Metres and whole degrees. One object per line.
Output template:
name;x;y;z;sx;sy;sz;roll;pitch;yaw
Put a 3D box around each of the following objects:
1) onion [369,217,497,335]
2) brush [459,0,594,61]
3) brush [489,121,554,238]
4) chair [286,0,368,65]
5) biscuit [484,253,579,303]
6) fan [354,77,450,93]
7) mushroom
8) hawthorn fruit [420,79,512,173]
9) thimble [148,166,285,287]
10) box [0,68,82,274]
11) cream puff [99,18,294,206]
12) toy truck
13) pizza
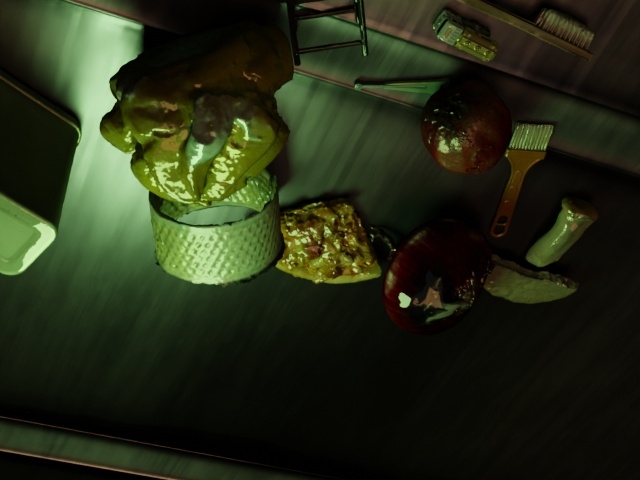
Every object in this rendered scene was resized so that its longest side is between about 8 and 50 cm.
onion;0.233;0.065;2.190;0.273;0.285;0.273;-33;141;-32
brush;0.382;-0.421;1.865;0.327;0.070;0.065;19;108;-18
brush;0.419;-0.123;2.152;0.090;0.017;0.314;4;131;-9
chair;0.004;-0.458;1.746;0.154;0.141;0.260;-8;134;1
biscuit;0.460;0.101;2.318;0.249;0.032;0.133;16;144;-15
fan;0.162;-0.304;1.970;0.193;0.016;0.038;0;133;-6
mushroom;0.531;-0.012;2.227;0.084;0.071;0.209;21;129;-15
hawthorn fruit;0.303;-0.205;1.970;0.181;0.181;0.235;-33;135;21
thimble;-0.205;-0.046;1.997;0.270;0.271;0.150;-3;129;-2
box;-0.627;-0.160;1.806;0.352;0.344;0.177;35;117;-29
cream puff;-0.209;-0.213;1.780;0.378;0.378;0.276;-18;114;10
toy truck;0.275;-0.384;1.881;0.123;0.063;0.052;21;127;-22
pizza;0.000;0.000;2.175;0.335;0.086;0.226;20;128;-19
